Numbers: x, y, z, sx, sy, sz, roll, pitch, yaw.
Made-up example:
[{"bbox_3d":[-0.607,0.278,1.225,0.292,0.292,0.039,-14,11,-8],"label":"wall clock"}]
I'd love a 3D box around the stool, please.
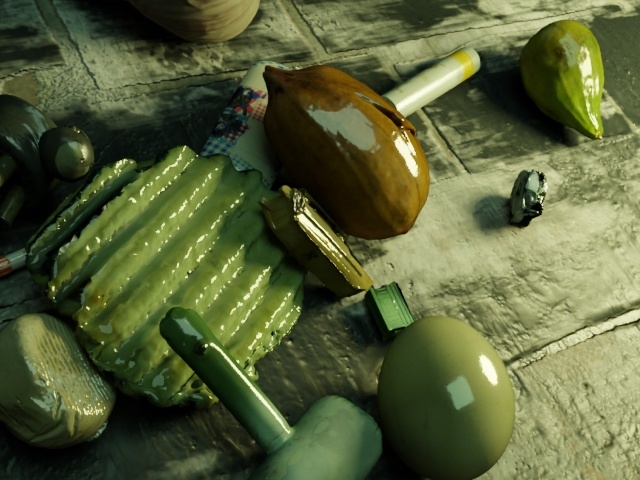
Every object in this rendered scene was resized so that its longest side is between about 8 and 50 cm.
[{"bbox_3d":[-0.424,-0.112,1.328,0.153,0.228,0.139,50,47,-21],"label":"stool"}]

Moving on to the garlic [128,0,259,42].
[{"bbox_3d":[-0.232,-0.489,1.624,0.259,0.317,0.317,-33,70,-10],"label":"garlic"}]

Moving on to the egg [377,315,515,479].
[{"bbox_3d":[0.169,0.213,1.326,0.186,0.186,0.241,6,51,-18],"label":"egg"}]

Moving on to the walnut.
[{"bbox_3d":[0.033,-0.147,1.498,0.336,0.209,0.209,46,49,-13],"label":"walnut"}]

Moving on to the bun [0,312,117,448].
[{"bbox_3d":[-0.342,0.182,1.194,0.167,0.113,0.173,36,21,-36],"label":"bun"}]

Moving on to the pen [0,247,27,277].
[{"bbox_3d":[-0.389,0.012,1.359,0.239,0.028,0.028,-27,68,-35],"label":"pen"}]

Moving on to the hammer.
[{"bbox_3d":[-0.078,0.212,1.229,0.335,0.119,0.206,50,49,-6],"label":"hammer"}]

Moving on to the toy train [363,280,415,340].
[{"bbox_3d":[0.106,0.108,1.477,0.056,0.038,0.093,-10,60,-25],"label":"toy train"}]

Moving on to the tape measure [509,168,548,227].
[{"bbox_3d":[0.361,-0.075,1.685,0.054,0.091,0.094,13,69,-4],"label":"tape measure"}]

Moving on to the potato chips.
[{"bbox_3d":[-0.186,0.034,1.339,0.358,0.070,0.429,47,47,-8],"label":"potato chips"}]

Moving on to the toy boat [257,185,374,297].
[{"bbox_3d":[0.000,0.000,1.443,0.226,0.068,0.088,45,37,-27],"label":"toy boat"}]

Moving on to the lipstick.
[{"bbox_3d":[0.200,-0.289,1.797,0.059,0.059,0.264,45,51,14],"label":"lipstick"}]

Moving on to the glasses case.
[{"bbox_3d":[-0.104,-0.175,1.580,0.125,0.076,0.327,25,51,-4],"label":"glasses case"}]

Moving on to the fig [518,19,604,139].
[{"bbox_3d":[0.466,-0.310,1.875,0.167,0.167,0.233,0,92,-21],"label":"fig"}]
